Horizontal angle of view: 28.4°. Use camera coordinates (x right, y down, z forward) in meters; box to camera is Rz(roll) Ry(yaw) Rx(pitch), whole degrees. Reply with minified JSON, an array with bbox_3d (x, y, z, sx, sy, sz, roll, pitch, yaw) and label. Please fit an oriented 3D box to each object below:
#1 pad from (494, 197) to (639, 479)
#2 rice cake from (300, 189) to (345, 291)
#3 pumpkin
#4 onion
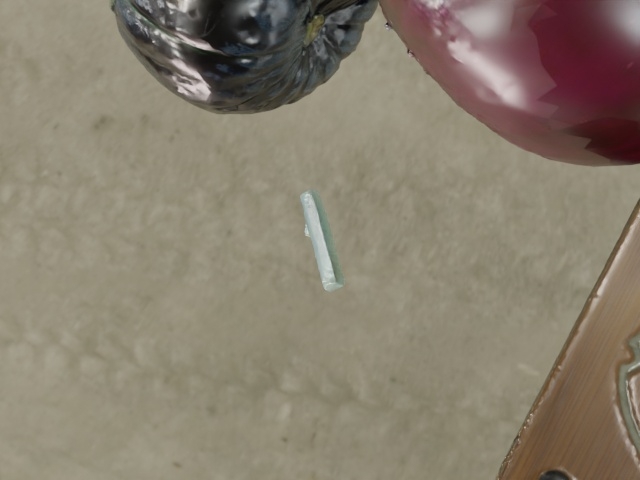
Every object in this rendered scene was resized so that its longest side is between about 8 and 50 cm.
[{"bbox_3d":[0.293,0.127,0.863,0.284,0.018,0.286,29,83,-2],"label":"pad"},{"bbox_3d":[0.000,0.000,2.153,0.042,0.030,0.180,-28,68,33],"label":"rice cake"},{"bbox_3d":[-0.083,-0.329,1.573,0.266,0.363,0.363,41,130,26],"label":"pumpkin"},{"bbox_3d":[0.187,-0.174,0.783,0.282,0.260,0.337,-32,149,17],"label":"onion"}]
